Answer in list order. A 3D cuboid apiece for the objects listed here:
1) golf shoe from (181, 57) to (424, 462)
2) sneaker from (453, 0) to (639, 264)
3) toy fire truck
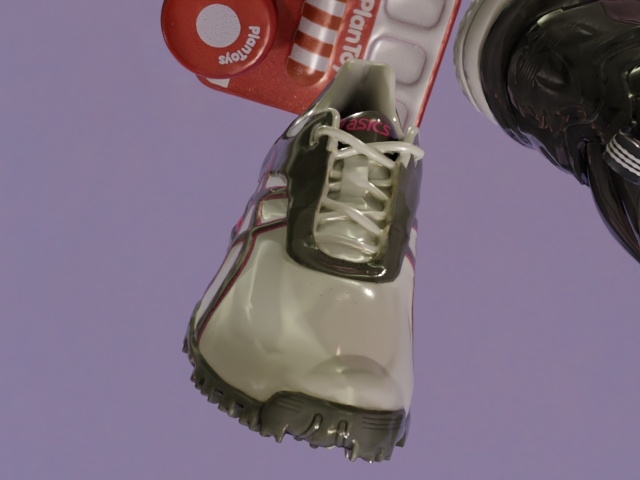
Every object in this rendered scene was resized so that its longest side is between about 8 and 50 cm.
[{"bbox_3d":[0.000,0.000,0.663,0.273,0.105,0.120,-93,-160,-65],"label":"golf shoe"},{"bbox_3d":[0.185,-0.020,0.556,0.101,0.269,0.153,-59,-149,23],"label":"sneaker"},{"bbox_3d":[0.009,-0.247,1.221,0.169,0.254,0.302,-88,-164,-70],"label":"toy fire truck"}]
